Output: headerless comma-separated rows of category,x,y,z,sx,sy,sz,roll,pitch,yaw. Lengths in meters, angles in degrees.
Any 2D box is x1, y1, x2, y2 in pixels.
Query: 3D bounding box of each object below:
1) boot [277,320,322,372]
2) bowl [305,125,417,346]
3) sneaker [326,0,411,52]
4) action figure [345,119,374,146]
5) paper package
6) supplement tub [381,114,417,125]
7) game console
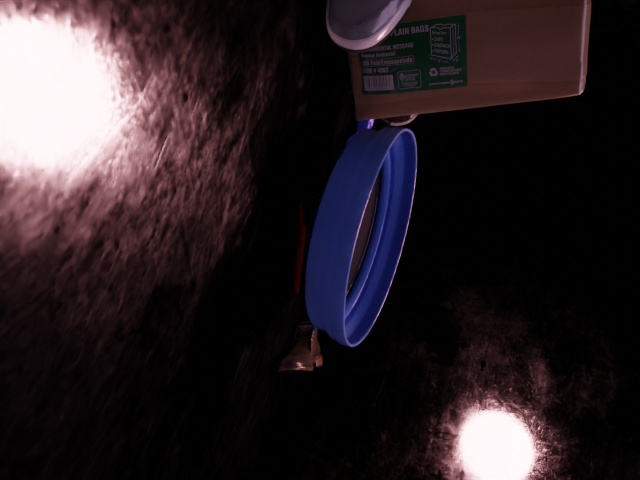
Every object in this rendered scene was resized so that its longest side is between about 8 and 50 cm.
boot,-0.049,0.235,1.118,0.219,0.082,0.106,34,51,-76
bowl,0.079,-0.010,0.890,0.391,0.077,0.390,15,90,-72
sneaker,0.078,-0.372,0.542,0.295,0.124,0.178,-67,166,-2
action figure,0.136,-0.264,1.048,0.091,0.139,0.280,-55,158,-65
paper package,0.228,-0.323,0.784,0.309,0.325,0.168,-59,143,-54
supplement tub,0.188,-0.362,1.204,0.190,0.117,0.116,56,52,-79
game console,0.000,0.000,0.836,0.124,0.085,0.143,-101,-166,-47
